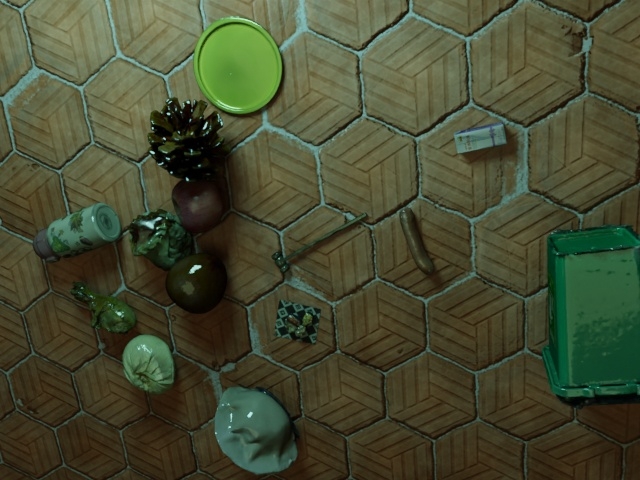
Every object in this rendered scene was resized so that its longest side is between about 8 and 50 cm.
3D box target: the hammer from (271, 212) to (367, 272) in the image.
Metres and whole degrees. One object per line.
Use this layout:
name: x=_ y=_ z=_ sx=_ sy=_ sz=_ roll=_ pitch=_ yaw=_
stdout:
hammer: x=0.000 y=0.000 z=1.593 sx=0.292 sy=0.029 sz=0.058 roll=-29 pitch=102 yaw=18

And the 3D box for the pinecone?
pinecone: x=-0.321 y=-0.246 z=1.469 sx=0.202 sy=0.229 sz=0.201 roll=13 pitch=119 yaw=3

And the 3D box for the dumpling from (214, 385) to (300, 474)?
dumpling: x=-0.175 y=0.541 z=1.721 sx=0.163 sy=0.204 sz=0.293 roll=-42 pitch=86 yaw=10

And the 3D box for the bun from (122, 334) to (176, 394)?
bun: x=-0.518 y=0.379 z=1.793 sx=0.164 sy=0.111 sz=0.188 roll=-8 pitch=103 yaw=12

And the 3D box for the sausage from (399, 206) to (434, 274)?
sausage: x=0.244 y=0.004 z=1.528 sx=0.043 sy=0.043 sz=0.186 roll=-19 pitch=103 yaw=18

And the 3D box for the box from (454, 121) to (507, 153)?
box: x=0.379 y=-0.244 z=1.414 sx=0.117 sy=0.036 sz=0.051 roll=-9 pitch=106 yaw=17

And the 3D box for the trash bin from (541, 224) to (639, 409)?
trash bin: x=0.663 y=0.171 z=1.377 sx=0.295 sy=0.259 sz=0.381 roll=-7 pitch=104 yaw=15

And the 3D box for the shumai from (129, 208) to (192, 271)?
shumai: x=-0.447 y=0.007 z=1.633 sx=0.184 sy=0.142 sz=0.184 roll=4 pitch=107 yaw=14

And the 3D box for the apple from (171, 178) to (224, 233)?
apple: x=-0.320 y=-0.096 z=1.568 sx=0.120 sy=0.153 sz=0.153 roll=-20 pitch=106 yaw=-20

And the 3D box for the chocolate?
chocolate: x=-0.331 y=0.114 z=1.635 sx=0.176 sy=0.177 sz=0.177 roll=4 pitch=109 yaw=12

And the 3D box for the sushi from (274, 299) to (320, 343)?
sushi: x=-0.070 y=0.237 z=1.686 sx=0.126 sy=0.026 sz=0.120 roll=12 pitch=111 yaw=9

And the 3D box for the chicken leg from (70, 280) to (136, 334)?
chicken leg: x=-0.654 y=0.207 z=1.779 sx=0.227 sy=0.088 sz=0.103 roll=28 pitch=125 yaw=-1

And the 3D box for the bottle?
bottle: x=-0.703 y=-0.014 z=1.697 sx=0.253 sy=0.120 sz=0.120 roll=-20 pitch=103 yaw=19

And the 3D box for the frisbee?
frisbee: x=-0.207 y=-0.436 z=1.493 sx=0.235 sy=0.017 sz=0.236 roll=4 pitch=110 yaw=11
